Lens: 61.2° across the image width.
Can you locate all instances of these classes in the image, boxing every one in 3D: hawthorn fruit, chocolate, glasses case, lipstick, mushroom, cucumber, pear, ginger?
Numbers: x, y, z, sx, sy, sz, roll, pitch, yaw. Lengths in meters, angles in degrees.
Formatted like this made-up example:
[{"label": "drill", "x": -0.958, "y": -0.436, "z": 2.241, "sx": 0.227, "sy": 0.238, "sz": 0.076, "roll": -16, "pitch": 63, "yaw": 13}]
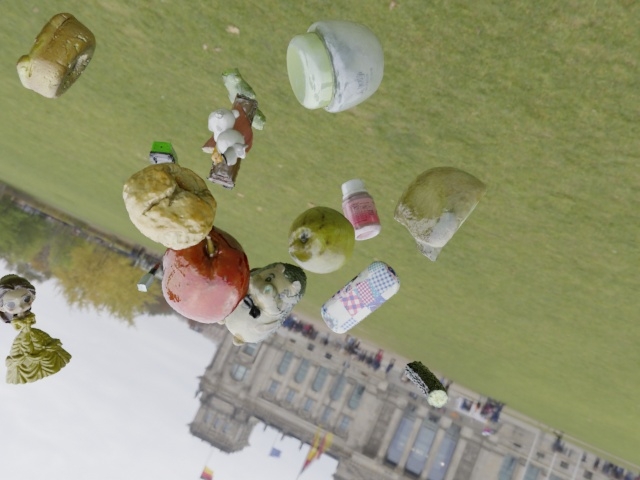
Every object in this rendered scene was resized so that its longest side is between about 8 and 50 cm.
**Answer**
[{"label": "hawthorn fruit", "x": -0.339, "y": 0.079, "z": 1.608, "sx": 0.287, "sy": 0.287, "sz": 0.330, "roll": 24, "pitch": 141, "yaw": 3}, {"label": "chocolate", "x": -0.291, "y": -0.340, "z": 1.834, "sx": 0.102, "sy": 0.329, "sz": 0.065, "roll": 18, "pitch": 172, "yaw": -17}, {"label": "glasses case", "x": 0.128, "y": 0.193, "z": 1.799, "sx": 0.125, "sy": 0.327, "sz": 0.076, "roll": 51, "pitch": -148, "yaw": 7}, {"label": "lipstick", "x": -0.466, "y": 0.095, "z": 1.485, "sx": 0.025, "sy": 0.107, "sz": 0.025, "roll": 7, "pitch": 129, "yaw": 11}, {"label": "mushroom", "x": 0.351, "y": -0.099, "z": 1.714, "sx": 0.217, "sy": 0.292, "sz": 0.212, "roll": 35, "pitch": -153, "yaw": 8}, {"label": "cucumber", "x": 0.262, "y": 0.352, "z": 1.343, "sx": 0.058, "sy": 0.058, "sz": 0.187, "roll": 27, "pitch": -177, "yaw": -12}, {"label": "pear", "x": 0.000, "y": 0.000, "z": 2.011, "sx": 0.253, "sy": 0.252, "sz": 0.307, "roll": 19, "pitch": -173, "yaw": 28}, {"label": "ginger", "x": -0.307, "y": -0.568, "z": 2.186, "sx": 0.137, "sy": 0.089, "sz": 0.290, "roll": 9, "pitch": 143, "yaw": 21}]

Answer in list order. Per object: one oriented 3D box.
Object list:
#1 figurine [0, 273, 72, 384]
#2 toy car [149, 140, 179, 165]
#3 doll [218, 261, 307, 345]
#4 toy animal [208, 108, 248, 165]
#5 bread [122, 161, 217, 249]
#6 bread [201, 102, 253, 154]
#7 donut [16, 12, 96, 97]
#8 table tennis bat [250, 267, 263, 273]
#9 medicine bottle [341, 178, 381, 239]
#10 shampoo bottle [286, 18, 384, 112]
[{"label": "figurine", "x": -0.906, "y": 0.259, "z": 1.655, "sx": 0.187, "sy": 0.315, "sz": 0.168, "roll": -11, "pitch": -160, "yaw": -10}, {"label": "toy car", "x": -0.490, "y": -0.261, "z": 1.716, "sx": 0.071, "sy": 0.062, "sz": 0.165, "roll": 6, "pitch": 169, "yaw": -3}, {"label": "doll", "x": -0.204, "y": 0.213, "z": 1.910, "sx": 0.247, "sy": 0.350, "sz": 0.247, "roll": 47, "pitch": -163, "yaw": -19}, {"label": "toy animal", "x": -0.263, "y": -0.270, "z": 1.497, "sx": 0.181, "sy": 0.131, "sz": 0.127, "roll": 66, "pitch": -174, "yaw": 15}, {"label": "bread", "x": -0.353, "y": -0.093, "z": 1.318, "sx": 0.244, "sy": 0.134, "sz": 0.244, "roll": 36, "pitch": -159, "yaw": -16}, {"label": "bread", "x": -0.261, "y": -0.317, "z": 1.659, "sx": 0.119, "sy": 0.192, "sz": 0.067, "roll": 38, "pitch": 165, "yaw": -16}, {"label": "donut", "x": -0.807, "y": -0.563, "z": 1.669, "sx": 0.128, "sy": 0.261, "sz": 0.208, "roll": 34, "pitch": 170, "yaw": -13}, {"label": "table tennis bat", "x": -0.293, "y": 0.186, "z": 2.134, "sx": 0.038, "sy": 0.200, "sz": 0.310, "roll": 37, "pitch": -176, "yaw": 33}, {"label": "medicine bottle", "x": 0.168, "y": -0.135, "z": 2.330, "sx": 0.147, "sy": 0.247, "sz": 0.147, "roll": -12, "pitch": 162, "yaw": -4}, {"label": "shampoo bottle", "x": 0.056, "y": -0.635, "z": 1.967, "sx": 0.322, "sy": 0.317, "sz": 0.322, "roll": 54, "pitch": 155, "yaw": 40}]
